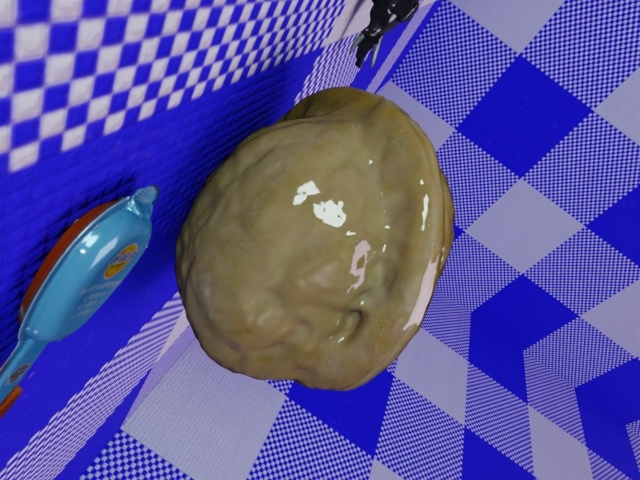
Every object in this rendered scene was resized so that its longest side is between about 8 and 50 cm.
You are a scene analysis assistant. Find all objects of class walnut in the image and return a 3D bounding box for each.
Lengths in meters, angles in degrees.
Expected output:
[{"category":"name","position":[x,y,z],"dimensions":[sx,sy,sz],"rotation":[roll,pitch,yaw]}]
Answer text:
[{"category":"walnut","position":[0.000,0.010,0.562],"dimensions":[0.384,0.383,0.383],"rotation":[-54,-178,3]}]

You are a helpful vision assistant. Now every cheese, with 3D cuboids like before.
[{"category":"cheese","position":[-0.205,0.059,0.315],"dimensions":[0.256,0.037,0.106],"rotation":[-53,-179,-2]}]

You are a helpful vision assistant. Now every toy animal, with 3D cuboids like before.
[{"category":"toy animal","position":[0.106,-0.348,0.577],"dimensions":[0.270,0.082,0.137],"rotation":[-54,-179,39]}]
